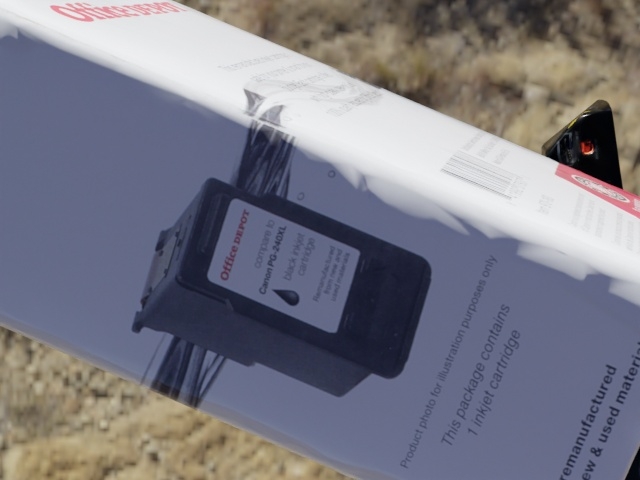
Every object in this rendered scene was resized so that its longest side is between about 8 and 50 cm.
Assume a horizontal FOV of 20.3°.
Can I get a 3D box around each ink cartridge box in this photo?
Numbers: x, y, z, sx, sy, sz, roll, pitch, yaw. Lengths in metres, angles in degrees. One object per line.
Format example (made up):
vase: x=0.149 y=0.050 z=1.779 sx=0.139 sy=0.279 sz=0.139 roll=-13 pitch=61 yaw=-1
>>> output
ink cartridge box: x=0.000 y=0.000 z=0.387 sx=0.150 sy=0.063 sz=0.109 roll=23 pitch=12 yaw=6

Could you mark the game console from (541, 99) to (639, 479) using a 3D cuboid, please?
game console: x=0.158 y=0.117 z=0.965 sx=0.044 sy=0.213 sz=0.361 roll=-6 pitch=75 yaw=6
